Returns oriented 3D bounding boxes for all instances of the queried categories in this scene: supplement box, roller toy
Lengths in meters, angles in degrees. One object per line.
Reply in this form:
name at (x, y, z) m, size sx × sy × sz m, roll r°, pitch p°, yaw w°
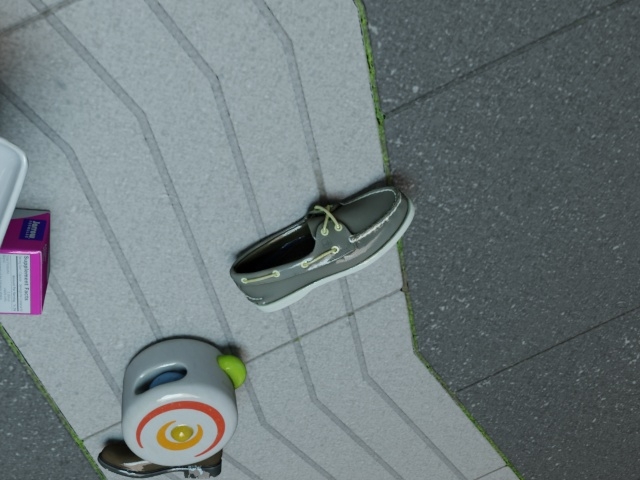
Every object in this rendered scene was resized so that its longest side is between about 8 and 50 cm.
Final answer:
supplement box at (-0.487, 0.025, 0.886) m, size 0.219 × 0.111 × 0.114 m, roll 4°, pitch 121°, yaw -19°
roller toy at (-0.239, 0.280, 1.108) m, size 0.191 × 0.146 × 0.209 m, roll 19°, pitch 117°, yaw -26°

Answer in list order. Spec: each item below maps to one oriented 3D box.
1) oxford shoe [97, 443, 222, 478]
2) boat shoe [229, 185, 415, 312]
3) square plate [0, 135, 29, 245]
oxford shoe at (-0.295, 0.384, 1.217) m, size 0.227 × 0.083 × 0.096 m, roll 3°, pitch 103°, yaw -18°
boat shoe at (0.001, 0.003, 1.012) m, size 0.304 × 0.109 × 0.091 m, roll -31°, pitch 131°, yaw 11°
square plate at (-0.503, -0.047, 0.716) m, size 0.343 × 0.049 × 0.347 m, roll 30°, pitch 119°, yaw -4°
